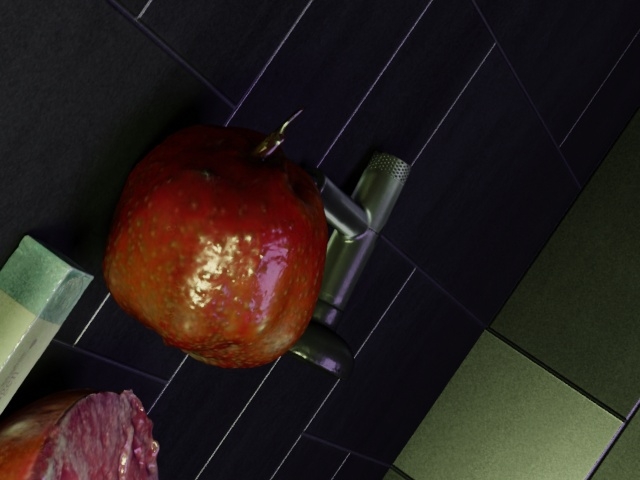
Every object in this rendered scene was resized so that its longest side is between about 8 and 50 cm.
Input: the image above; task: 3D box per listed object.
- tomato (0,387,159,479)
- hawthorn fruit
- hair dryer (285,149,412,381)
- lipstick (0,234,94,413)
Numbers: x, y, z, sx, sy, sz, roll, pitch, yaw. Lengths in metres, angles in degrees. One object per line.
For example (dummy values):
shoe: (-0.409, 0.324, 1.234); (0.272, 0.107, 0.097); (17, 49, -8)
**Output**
tomato: (-0.316, 0.293, 2.148); (0.335, 0.176, 0.289); (-6, 107, -66)
hawthorn fruit: (-0.088, -0.017, 2.048); (0.300, 0.254, 0.254); (-53, 163, 17)
hair dryer: (-0.019, 0.009, 2.568); (0.284, 0.156, 0.320); (19, 92, -50)
lipstick: (-0.356, 0.145, 1.950); (0.317, 0.068, 0.066); (-55, 162, 0)
